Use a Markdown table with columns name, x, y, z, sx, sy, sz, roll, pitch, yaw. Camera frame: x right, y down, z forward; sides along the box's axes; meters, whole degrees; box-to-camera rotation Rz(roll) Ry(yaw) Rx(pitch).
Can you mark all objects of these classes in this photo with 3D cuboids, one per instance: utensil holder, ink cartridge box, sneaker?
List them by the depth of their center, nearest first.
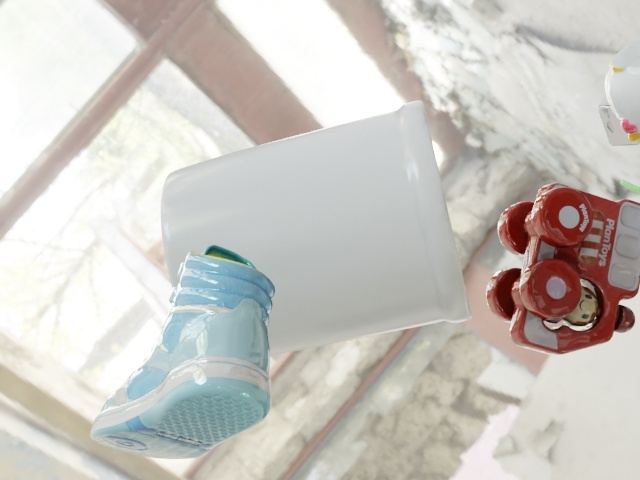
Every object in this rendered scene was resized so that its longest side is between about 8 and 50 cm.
| name | x | y | z | sx | sy | sz | roll | pitch | yaw |
| --- | --- | --- | --- | --- | --- | --- | --- | --- | --- |
| sneaker | -0.148 | 0.125 | 1.015 | 0.127 | 0.208 | 0.319 | 25 | 145 | -30 |
| utensil holder | 0.000 | 0.000 | 1.322 | 0.327 | 0.386 | 0.327 | -14 | -90 | -82 |
| ink cartridge box | 0.567 | -0.253 | 1.644 | 0.056 | 0.135 | 0.099 | 5 | 141 | 40 |

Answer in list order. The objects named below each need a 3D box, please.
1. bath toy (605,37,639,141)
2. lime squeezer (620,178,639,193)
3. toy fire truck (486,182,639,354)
| name | x | y | z | sx | sy | sz | roll | pitch | yaw |
| --- | --- | --- | --- | --- | --- | --- | --- | --- | --- |
| bath toy | 0.436 | -0.108 | 0.916 | 0.348 | 0.151 | 0.129 | 38 | 162 | 50 |
| lime squeezer | 0.675 | -0.101 | 1.636 | 0.059 | 0.109 | 0.310 | 6 | 165 | -35 |
| toy fire truck | 0.445 | 0.053 | 1.556 | 0.254 | 0.302 | 0.169 | 15 | 168 | -12 |
